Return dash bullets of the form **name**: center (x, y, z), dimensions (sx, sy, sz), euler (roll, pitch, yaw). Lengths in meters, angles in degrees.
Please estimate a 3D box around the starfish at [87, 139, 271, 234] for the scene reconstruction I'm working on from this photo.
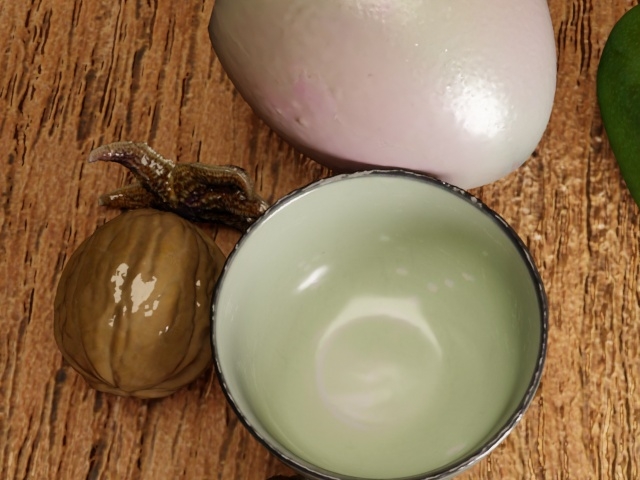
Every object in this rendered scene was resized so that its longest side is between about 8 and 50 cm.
- **starfish**: center (-0.159, -0.055, 1.838), dimensions (0.238, 0.216, 0.071), euler (-9, 47, 40)

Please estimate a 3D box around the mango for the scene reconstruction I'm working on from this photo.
- **mango**: center (0.440, -0.134, 1.822), dimensions (0.225, 0.201, 0.382), euler (-26, 54, 15)

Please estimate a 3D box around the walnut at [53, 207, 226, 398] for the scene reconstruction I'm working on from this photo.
- **walnut**: center (-0.190, 0.065, 1.759), dimensions (0.213, 0.213, 0.213), euler (-1, 65, 2)

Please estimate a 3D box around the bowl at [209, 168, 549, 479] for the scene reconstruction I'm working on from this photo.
- **bowl**: center (0.062, 0.118, 1.725), dimensions (0.354, 0.185, 0.353), euler (-1, 66, 1)

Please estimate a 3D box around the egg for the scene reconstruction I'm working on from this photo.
- **egg**: center (0.102, -0.205, 1.791), dimensions (0.354, 0.354, 0.340), euler (-35, 77, -13)

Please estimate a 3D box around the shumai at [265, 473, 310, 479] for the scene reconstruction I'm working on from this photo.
- **shumai**: center (-0.007, 0.305, 1.703), dimensions (0.105, 0.139, 0.123), euler (-5, 93, -32)
